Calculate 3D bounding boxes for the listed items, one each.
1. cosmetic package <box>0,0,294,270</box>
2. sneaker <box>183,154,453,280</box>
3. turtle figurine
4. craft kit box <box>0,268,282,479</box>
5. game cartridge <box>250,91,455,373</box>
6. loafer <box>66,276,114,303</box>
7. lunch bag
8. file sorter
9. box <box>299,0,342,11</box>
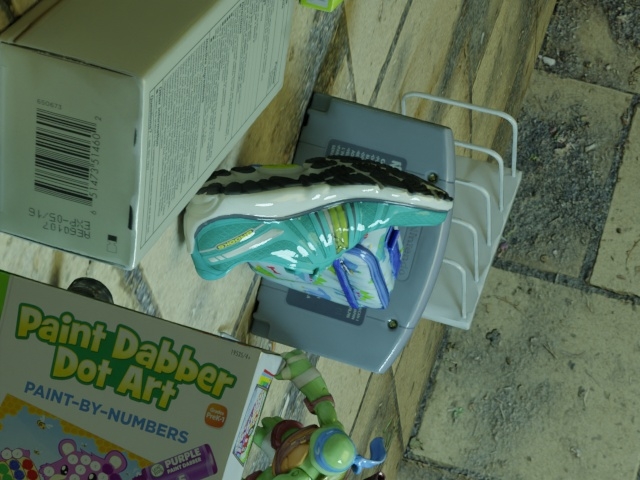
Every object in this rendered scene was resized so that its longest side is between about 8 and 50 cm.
[{"bbox_3d":[-0.121,-0.129,1.256,0.309,0.113,0.160,-57,159,-55],"label":"cosmetic package"},{"bbox_3d":[-0.003,-0.020,1.663,0.107,0.275,0.110,-137,-135,-61],"label":"sneaker"},{"bbox_3d":[-0.076,0.228,1.957,0.266,0.274,0.198,129,-40,-68],"label":"turtle figurine"},{"bbox_3d":[-0.177,0.150,1.032,0.061,0.250,0.247,39,67,-76],"label":"craft kit box"},{"bbox_3d":[0.047,-0.006,1.974,0.062,0.198,0.297,-4,110,-78],"label":"game cartridge"},{"bbox_3d":[-0.201,0.113,1.334,0.061,0.062,0.170,-24,128,-68],"label":"loafer"},{"bbox_3d":[0.000,0.000,1.818,0.219,0.176,0.090,70,36,-71],"label":"lunch bag"},{"bbox_3d":[0.164,-0.049,2.474,0.173,0.193,0.278,80,28,-59],"label":"file sorter"},{"bbox_3d":[0.030,-0.327,1.856,0.178,0.042,0.109,-52,156,-58],"label":"box"}]
